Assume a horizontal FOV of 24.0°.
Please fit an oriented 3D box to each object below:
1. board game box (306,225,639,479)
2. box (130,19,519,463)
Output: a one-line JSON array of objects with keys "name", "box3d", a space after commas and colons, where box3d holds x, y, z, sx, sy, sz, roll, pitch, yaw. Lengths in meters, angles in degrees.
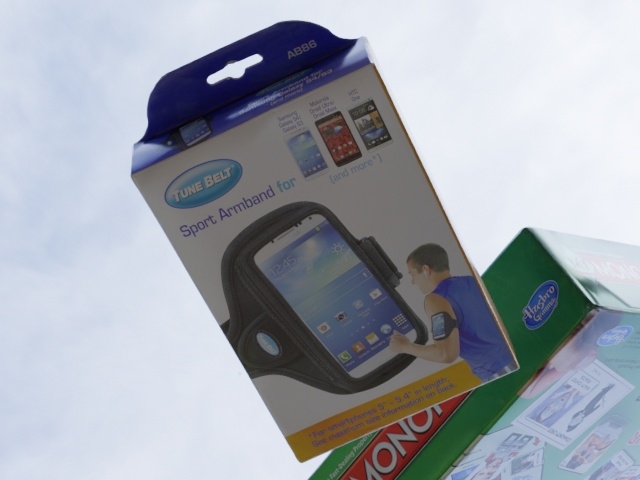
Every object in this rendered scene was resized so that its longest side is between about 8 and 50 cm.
[{"name": "board game box", "box3d": [0.125, 0.099, 0.687, 0.213, 0.317, 0.046, -51, -124, 23]}, {"name": "box", "box3d": [0.000, 0.000, 0.472, 0.081, 0.028, 0.136, -25, -61, 8]}]
